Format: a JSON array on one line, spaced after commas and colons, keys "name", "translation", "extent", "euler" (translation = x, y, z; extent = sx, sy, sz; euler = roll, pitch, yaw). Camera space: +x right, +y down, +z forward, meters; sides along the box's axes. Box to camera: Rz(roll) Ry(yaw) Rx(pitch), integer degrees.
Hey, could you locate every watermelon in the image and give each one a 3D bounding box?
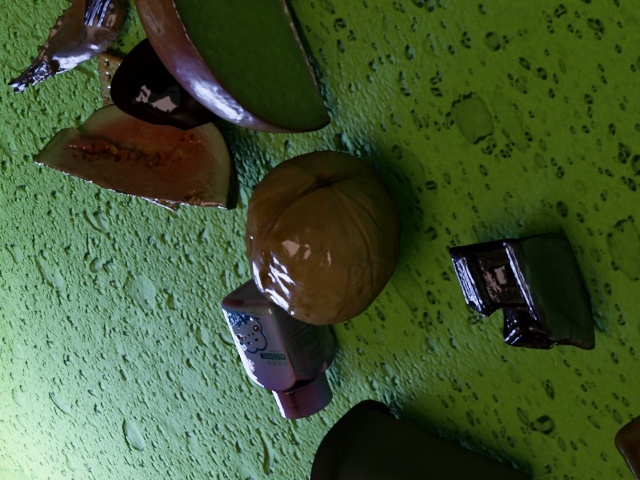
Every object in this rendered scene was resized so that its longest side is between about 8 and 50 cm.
[{"name": "watermelon", "translation": [-0.214, -0.123, 1.828], "extent": [0.303, 0.159, 0.128], "euler": [15, 98, 23]}]

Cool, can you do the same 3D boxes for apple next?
[{"name": "apple", "translation": [-0.124, -0.271, 1.618], "extent": [0.179, 0.254, 0.346], "euler": [-20, 106, 10]}]

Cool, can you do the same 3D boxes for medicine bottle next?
[{"name": "medicine bottle", "translation": [-0.047, 0.147, 1.876], "extent": [0.119, 0.094, 0.188], "euler": [2, 118, 46]}]

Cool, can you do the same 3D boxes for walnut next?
[{"name": "walnut", "translation": [0.000, 0.000, 1.644], "extent": [0.195, 0.195, 0.222], "euler": [40, 142, 18]}]

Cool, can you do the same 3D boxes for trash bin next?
[{"name": "trash bin", "translation": [0.128, 0.357, 1.763], "extent": [0.250, 0.219, 0.220], "euler": [14, 121, 32]}]

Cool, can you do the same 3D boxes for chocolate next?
[{"name": "chocolate", "translation": [-0.200, -0.206, 1.752], "extent": [0.148, 0.080, 0.125], "euler": [14, 100, 24]}]

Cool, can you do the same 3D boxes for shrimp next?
[{"name": "shrimp", "translation": [-0.357, -0.296, 1.901], "extent": [0.262, 0.066, 0.117], "euler": [-23, 86, 38]}]

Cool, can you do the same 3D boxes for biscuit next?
[{"name": "biscuit", "translation": [-0.261, -0.159, 1.937], "extent": [0.139, 0.016, 0.231], "euler": [23, 132, 34]}]

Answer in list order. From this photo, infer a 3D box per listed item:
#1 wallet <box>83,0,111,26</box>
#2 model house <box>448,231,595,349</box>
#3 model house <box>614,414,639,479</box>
[{"name": "wallet", "translation": [-0.247, -0.379, 1.613], "extent": [0.124, 0.042, 0.230], "euler": [132, 142, -62]}, {"name": "model house", "translation": [0.213, 0.062, 1.524], "extent": [0.152, 0.106, 0.165], "euler": [-8, 107, 47]}, {"name": "model house", "translation": [0.445, 0.261, 1.413], "extent": [0.268, 0.173, 0.239], "euler": [-30, 81, 22]}]
